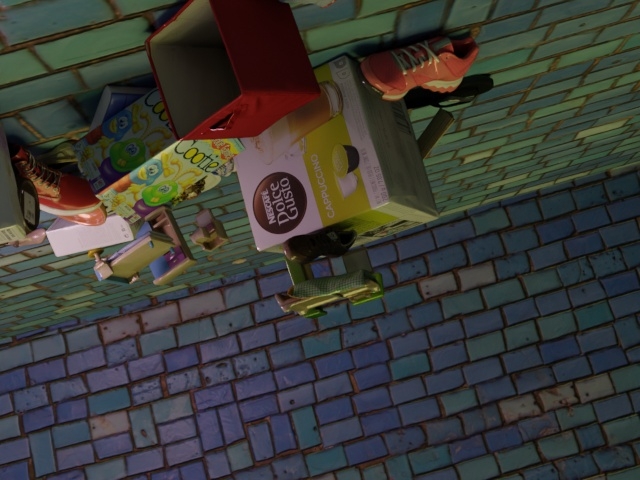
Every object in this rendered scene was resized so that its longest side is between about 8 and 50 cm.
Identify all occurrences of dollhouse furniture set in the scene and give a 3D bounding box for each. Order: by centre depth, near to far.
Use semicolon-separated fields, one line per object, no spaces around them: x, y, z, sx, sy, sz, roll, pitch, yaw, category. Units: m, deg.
0.016;0.066;1.727;0.198;0.151;0.301;-19;169;9;dollhouse furniture set
-0.476;-0.029;2.222;0.286;0.198;0.303;-34;161;14;dollhouse furniture set

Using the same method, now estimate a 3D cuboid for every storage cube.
-0.148;-0.289;1.342;0.184;0.215;0.193;-26;171;41;storage cube

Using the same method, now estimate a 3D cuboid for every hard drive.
-0.323;-0.225;1.654;0.319;0.040;0.210;-6;141;-41;hard drive

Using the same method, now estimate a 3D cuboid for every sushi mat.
0.225;-0.197;1.996;0.316;0.019;0.151;-53;-169;13;sushi mat

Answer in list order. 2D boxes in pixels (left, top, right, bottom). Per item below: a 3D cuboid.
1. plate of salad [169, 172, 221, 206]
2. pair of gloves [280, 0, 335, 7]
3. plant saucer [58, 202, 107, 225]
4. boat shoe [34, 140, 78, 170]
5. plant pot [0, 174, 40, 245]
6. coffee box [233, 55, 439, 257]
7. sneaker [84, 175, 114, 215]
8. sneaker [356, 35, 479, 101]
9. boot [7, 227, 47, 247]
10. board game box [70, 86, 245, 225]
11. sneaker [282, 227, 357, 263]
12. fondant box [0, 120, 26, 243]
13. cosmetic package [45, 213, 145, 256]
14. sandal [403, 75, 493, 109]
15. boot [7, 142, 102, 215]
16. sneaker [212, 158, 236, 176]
-0.370;-0.140;2.188;0.200;0.048;0.200;-15;169;-3;plate of salad
0.021;-0.441;1.306;0.198;0.023;0.159;-22;169;34;pair of gloves
-0.594;-0.101;1.870;0.200;0.037;0.200;16;154;8;plant saucer
-0.580;-0.169;1.740;0.153;0.048;0.056;-22;168;27;boat shoe
-0.691;-0.060;1.579;0.231;0.215;0.215;-4;169;-1;plant pot
0.028;-0.170;1.830;0.334;0.337;0.338;-20;169;23;coffee box
-0.557;-0.107;1.963;0.153;0.094;0.235;-26;178;9;sneaker
0.211;-0.387;1.687;0.314;0.116;0.136;-16;161;-37;sneaker
-0.830;-0.007;2.222;0.087;0.042;0.118;-2;162;-44;boot
-0.312;-0.181;1.539;0.275;0.142;0.144;-34;152;1;board game box
0.000;0.000;1.652;0.188;0.066;0.071;-8;151;-50;sneaker
-0.730;-0.088;1.436;0.330;0.238;0.096;-13;167;-13;fondant box
-0.597;-0.038;2.112;0.231;0.085;0.117;-11;-154;11;cosmetic package
0.322;-0.364;2.028;0.255;0.054;0.097;-14;169;-8;sandal
-0.579;-0.134;1.673;0.244;0.088;0.176;10;154;-14;boot
-0.254;-0.196;2.068;0.058;0.052;0.135;-7;166;-21;sneaker
